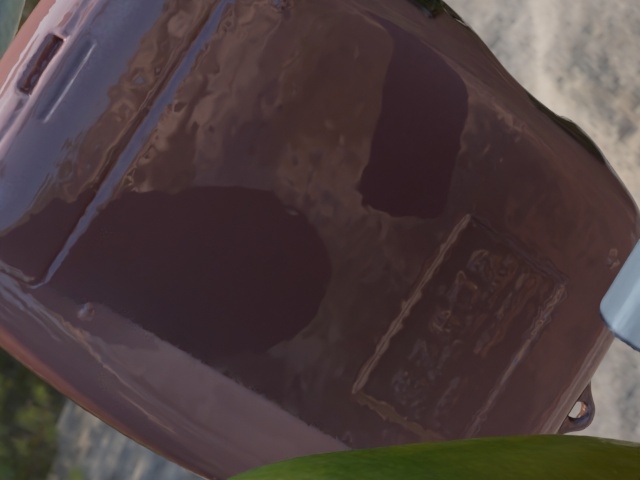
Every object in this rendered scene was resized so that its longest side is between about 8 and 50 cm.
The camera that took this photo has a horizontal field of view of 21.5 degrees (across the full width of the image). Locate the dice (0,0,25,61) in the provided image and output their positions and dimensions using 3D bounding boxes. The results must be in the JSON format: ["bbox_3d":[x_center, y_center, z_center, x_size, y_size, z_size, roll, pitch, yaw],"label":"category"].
[{"bbox_3d":[-0.334,-0.175,0.896,0.268,0.265,0.262,13,41,30],"label":"dice"}]

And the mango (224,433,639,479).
[{"bbox_3d":[0.068,0.113,0.486,0.137,0.237,0.091,33,115,50],"label":"mango"}]

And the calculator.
[{"bbox_3d":[0.000,0.000,0.686,0.220,0.329,0.048,-58,26,-1],"label":"calculator"}]

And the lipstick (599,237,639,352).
[{"bbox_3d":[0.149,-0.022,0.591,0.040,0.040,0.141,51,122,42],"label":"lipstick"}]
